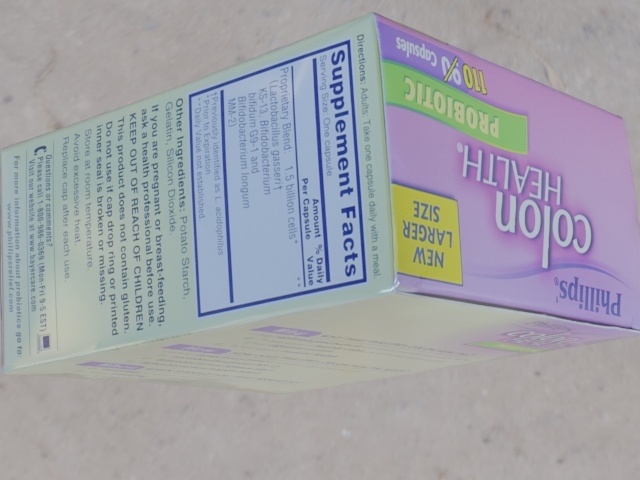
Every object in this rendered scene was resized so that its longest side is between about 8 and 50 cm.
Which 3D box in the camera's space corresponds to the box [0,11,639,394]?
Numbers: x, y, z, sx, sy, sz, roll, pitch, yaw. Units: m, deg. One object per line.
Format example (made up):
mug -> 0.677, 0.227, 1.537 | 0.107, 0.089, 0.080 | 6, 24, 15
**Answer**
box -> 0.000, 0.000, 0.695 | 0.243, 0.213, 0.117 | -13, 74, 38
